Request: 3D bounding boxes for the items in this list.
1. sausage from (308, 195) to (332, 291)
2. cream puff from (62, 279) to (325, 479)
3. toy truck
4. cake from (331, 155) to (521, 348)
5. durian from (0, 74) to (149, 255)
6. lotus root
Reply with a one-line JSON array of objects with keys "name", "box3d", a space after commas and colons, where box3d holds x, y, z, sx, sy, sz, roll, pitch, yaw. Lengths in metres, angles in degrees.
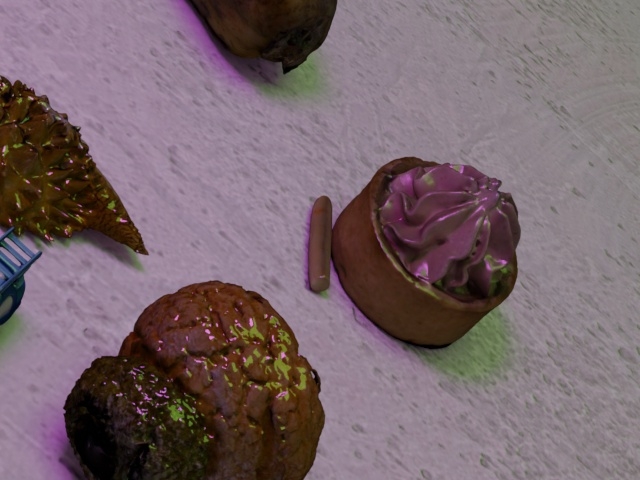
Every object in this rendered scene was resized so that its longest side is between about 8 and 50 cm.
[{"name": "sausage", "box3d": [0.000, 0.000, 1.517, 0.024, 0.024, 0.132, 29, 36, -22]}, {"name": "cream puff", "box3d": [-0.111, 0.136, 1.140, 0.169, 0.183, 0.183, -21, 69, -41]}, {"name": "toy truck", "box3d": [-0.269, 0.046, 1.139, 0.063, 0.074, 0.136, 41, 35, -5]}, {"name": "cake", "box3d": [0.127, -0.010, 1.529, 0.185, 0.178, 0.208, 43, 31, -1]}, {"name": "durian", "box3d": [-0.230, -0.063, 1.292, 0.224, 0.078, 0.140, 33, 35, -14]}, {"name": "lotus root", "box3d": [-0.081, -0.322, 1.659, 0.152, 0.160, 0.275, -17, 66, -42]}]
